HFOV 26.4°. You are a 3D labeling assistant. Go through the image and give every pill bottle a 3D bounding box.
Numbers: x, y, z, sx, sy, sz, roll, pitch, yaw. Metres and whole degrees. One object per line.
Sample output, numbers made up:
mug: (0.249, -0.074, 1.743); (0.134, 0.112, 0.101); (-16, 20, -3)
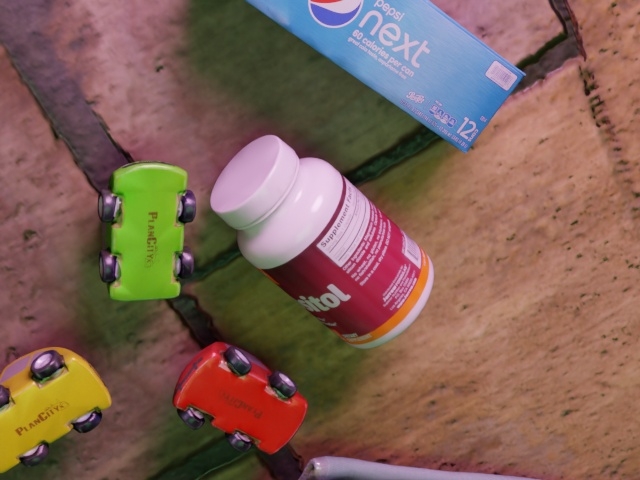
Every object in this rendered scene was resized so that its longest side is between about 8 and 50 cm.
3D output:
pill bottle: (0.000, 0.000, 0.924); (0.086, 0.086, 0.152); (-45, 119, 6)

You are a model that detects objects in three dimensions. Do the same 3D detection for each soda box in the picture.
soda box: (0.027, -0.143, 0.873); (0.210, 0.071, 0.067); (32, 101, -28)

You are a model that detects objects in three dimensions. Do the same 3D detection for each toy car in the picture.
toy car: (-0.121, 0.046, 0.925); (0.239, 0.053, 0.225); (-2, 114, -18)

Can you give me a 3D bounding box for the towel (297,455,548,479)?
towel: (0.088, 0.337, 1.117); (0.374, 0.090, 0.321); (12, 113, -23)
